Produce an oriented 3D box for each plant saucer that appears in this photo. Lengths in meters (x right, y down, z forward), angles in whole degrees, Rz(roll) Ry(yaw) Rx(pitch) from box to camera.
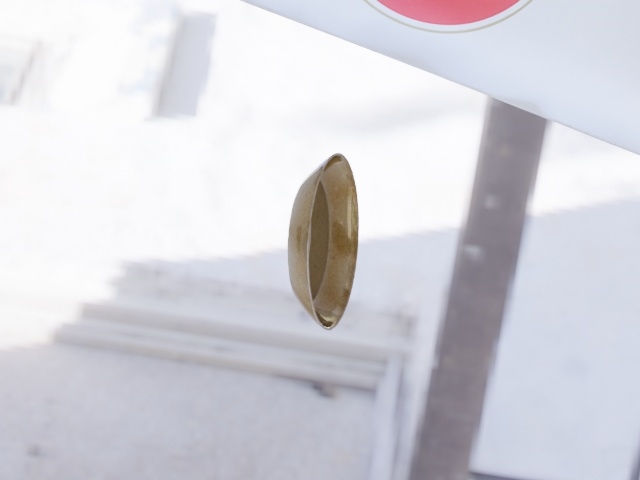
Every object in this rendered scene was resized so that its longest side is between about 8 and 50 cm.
[{"bbox_3d":[0.000,0.000,0.908,0.083,0.015,0.083,4,-90,-73],"label":"plant saucer"}]

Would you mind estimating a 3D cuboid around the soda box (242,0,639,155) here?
[{"bbox_3d":[0.001,-0.086,0.414,0.074,0.216,0.069,-54,-16,-71],"label":"soda box"}]
